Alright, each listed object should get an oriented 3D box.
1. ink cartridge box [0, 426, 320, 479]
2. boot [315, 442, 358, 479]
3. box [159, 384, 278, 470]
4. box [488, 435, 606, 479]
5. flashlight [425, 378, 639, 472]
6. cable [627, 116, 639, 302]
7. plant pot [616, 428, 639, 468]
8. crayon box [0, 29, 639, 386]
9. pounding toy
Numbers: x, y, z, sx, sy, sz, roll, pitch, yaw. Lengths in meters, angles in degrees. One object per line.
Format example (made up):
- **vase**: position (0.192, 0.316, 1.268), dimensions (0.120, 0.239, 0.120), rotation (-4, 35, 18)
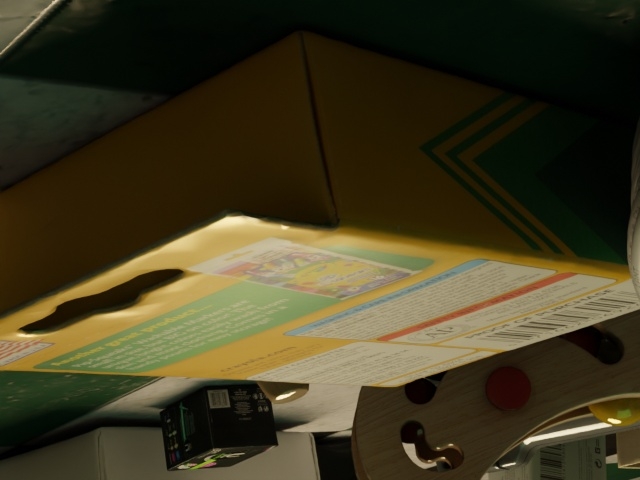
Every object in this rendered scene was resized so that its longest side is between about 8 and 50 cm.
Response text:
- **ink cartridge box**: position (-0.225, 0.294, 1.402), dimensions (0.395, 0.166, 0.285), rotation (-20, 162, 36)
- **boot**: position (-0.023, 0.269, 1.591), dimensions (0.236, 0.085, 0.179), rotation (15, 154, -42)
- **box**: position (-0.083, 0.151, 1.199), dimensions (0.062, 0.052, 0.083), rotation (1, 160, -32)
- **box**: position (0.241, 0.244, 1.590), dimensions (0.102, 0.101, 0.087), rotation (14, 154, -25)
- **flashlight**: position (0.212, 0.097, 1.120), dimensions (0.304, 0.103, 0.103), rotation (-17, -163, 39)
- **cable**: position (0.254, -0.018, 0.600), dimensions (0.257, 0.089, 0.257), rotation (7, 142, -2)
- **plant pot**: position (0.329, 0.148, 1.351), dimensions (0.109, 0.096, 0.109), rotation (-21, 160, 33)
- **crayon box**: position (0.000, 0.000, 0.667), dimensions (0.203, 0.083, 0.323), rotation (-22, 160, 38)
- **pounding toy**: position (0.094, 0.093, 0.916), dimensions (0.270, 0.154, 0.155), rotation (-9, 164, -4)
